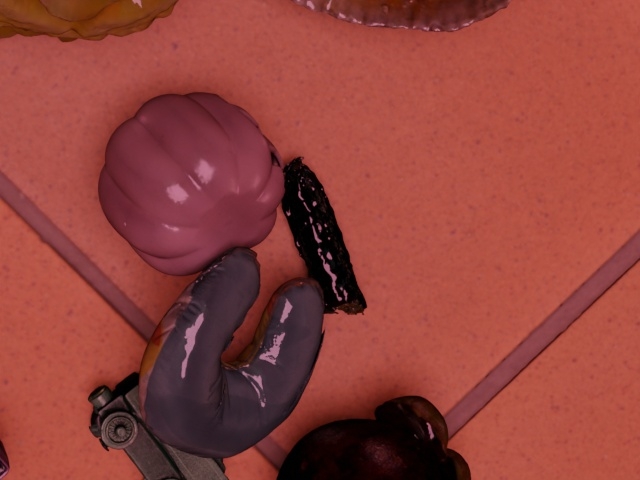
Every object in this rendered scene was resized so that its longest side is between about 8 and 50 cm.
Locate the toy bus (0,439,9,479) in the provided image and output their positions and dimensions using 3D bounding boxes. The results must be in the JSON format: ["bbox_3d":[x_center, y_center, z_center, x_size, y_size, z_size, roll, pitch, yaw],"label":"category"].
[{"bbox_3d":[-0.396,0.167,1.554,0.096,0.108,0.199,-37,107,-2],"label":"toy bus"}]

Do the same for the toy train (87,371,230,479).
[{"bbox_3d":[-0.165,0.209,1.627,0.099,0.070,0.172,-37,106,-12],"label":"toy train"}]

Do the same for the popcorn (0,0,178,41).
[{"bbox_3d":[-0.237,-0.303,1.423,0.293,0.237,0.293,-3,103,-14],"label":"popcorn"}]

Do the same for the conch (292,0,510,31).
[{"bbox_3d":[0.103,-0.358,1.503,0.352,0.210,0.297,-25,110,30],"label":"conch"}]

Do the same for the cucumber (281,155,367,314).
[{"bbox_3d":[0.000,0.000,1.625,0.053,0.053,0.181,-20,103,-6],"label":"cucumber"}]

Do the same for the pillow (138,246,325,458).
[{"bbox_3d":[-0.082,0.117,1.556,0.233,0.086,0.214,24,98,-53],"label":"pillow"}]

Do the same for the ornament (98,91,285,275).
[{"bbox_3d":[-0.128,-0.059,1.532,0.177,0.177,0.177,-2,102,-10],"label":"ornament"}]

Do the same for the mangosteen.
[{"bbox_3d":[0.052,0.269,1.621,0.209,0.210,0.210,-2,102,-10],"label":"mangosteen"}]
